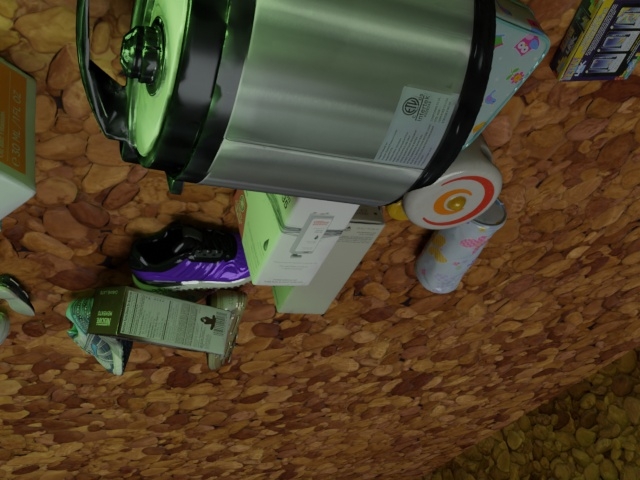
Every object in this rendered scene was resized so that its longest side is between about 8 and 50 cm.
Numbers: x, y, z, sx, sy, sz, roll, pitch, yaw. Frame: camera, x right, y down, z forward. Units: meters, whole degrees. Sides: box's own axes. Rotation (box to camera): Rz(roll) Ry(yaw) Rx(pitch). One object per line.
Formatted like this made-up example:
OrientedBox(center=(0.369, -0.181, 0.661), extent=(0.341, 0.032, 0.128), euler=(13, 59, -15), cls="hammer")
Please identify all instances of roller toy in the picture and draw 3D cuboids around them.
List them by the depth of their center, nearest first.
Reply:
OrientedBox(center=(0.235, -0.117, 1.299), extent=(0.209, 0.146, 0.191), euler=(-1, 143, -19), cls="roller toy")

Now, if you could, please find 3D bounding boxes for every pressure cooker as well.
OrientedBox(center=(-0.060, -0.238, 0.798), extent=(0.421, 0.369, 0.375), euler=(5, 177, -23), cls="pressure cooker")

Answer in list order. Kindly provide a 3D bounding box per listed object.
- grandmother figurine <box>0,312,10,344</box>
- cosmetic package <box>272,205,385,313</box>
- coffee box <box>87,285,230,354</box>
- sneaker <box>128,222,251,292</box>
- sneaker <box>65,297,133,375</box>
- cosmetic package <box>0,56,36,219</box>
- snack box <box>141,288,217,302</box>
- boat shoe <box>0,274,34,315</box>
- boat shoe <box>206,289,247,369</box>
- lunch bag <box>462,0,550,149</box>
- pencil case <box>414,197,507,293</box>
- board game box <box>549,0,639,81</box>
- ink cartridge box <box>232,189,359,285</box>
OrientedBox(center=(-0.754, 0.138, 1.326), extent=(0.208, 0.104, 0.342), euler=(-2, 158, 32), cls="grandmother figurine")
OrientedBox(center=(0.000, 0.000, 1.365), extent=(0.113, 0.160, 0.309), euler=(4, 140, -25), cls="cosmetic package")
OrientedBox(center=(-0.329, 0.166, 1.411), extent=(0.247, 0.098, 0.141), euler=(19, 163, -39), cls="coffee box")
OrientedBox(center=(-0.234, 0.022, 1.352), extent=(0.294, 0.102, 0.146), euler=(-10, 145, -8), cls="sneaker")
OrientedBox(center=(-0.493, 0.207, 1.539), extent=(0.122, 0.110, 0.283), euler=(7, 141, -1), cls="sneaker")
OrientedBox(center=(-0.569, -0.196, 0.799), extent=(0.162, 0.230, 0.453), euler=(-30, 144, 20), cls="cosmetic package")
OrientedBox(center=(-0.306, 0.106, 1.500), extent=(0.141, 0.037, 0.100), euler=(-29, 143, 20), cls="snack box")
OrientedBox(center=(-0.614, 0.113, 1.389), extent=(0.046, 0.038, 0.125), euler=(-2, 147, 14), cls="boat shoe")
OrientedBox(center=(-0.227, 0.218, 1.632), extent=(0.089, 0.104, 0.285), euler=(-3, 143, -14), cls="boat shoe")
OrientedBox(center=(0.215, -0.268, 1.112), extent=(0.224, 0.107, 0.279), euler=(5, 142, -32), cls="lunch bag")
OrientedBox(center=(0.310, 0.006, 1.536), extent=(0.124, 0.113, 0.273), euler=(-10, 147, -24), cls="pencil case")
OrientedBox(center=(0.489, -0.349, 1.159), extent=(0.141, 0.048, 0.170), euler=(-4, 145, -13), cls="board game box")
OrientedBox(center=(-0.043, -0.083, 1.185), extent=(0.117, 0.207, 0.283), euler=(2, 142, -27), cls="ink cartridge box")
